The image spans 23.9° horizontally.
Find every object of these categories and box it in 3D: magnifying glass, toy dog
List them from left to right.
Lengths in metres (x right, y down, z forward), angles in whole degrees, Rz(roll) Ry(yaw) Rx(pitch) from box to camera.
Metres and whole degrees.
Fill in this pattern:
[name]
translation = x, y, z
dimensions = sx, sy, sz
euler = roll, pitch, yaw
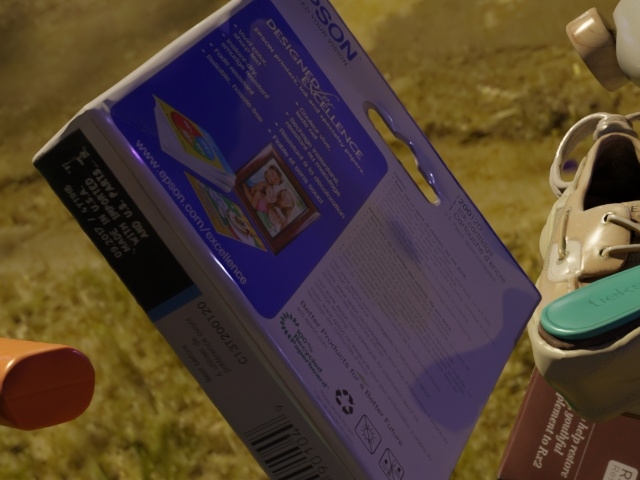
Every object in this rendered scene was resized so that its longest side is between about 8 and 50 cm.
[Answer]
[magnifying glass]
translation = -0.142, 0.038, 0.490
dimensions = 0.092, 0.026, 0.231
euler = -11, 8, -37
[toy dog]
translation = 0.347, -0.139, 1.395
dimensions = 0.220, 0.161, 0.333
euler = -27, 35, 37

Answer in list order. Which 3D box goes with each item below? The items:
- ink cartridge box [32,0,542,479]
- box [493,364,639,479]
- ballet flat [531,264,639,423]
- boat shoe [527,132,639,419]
[ink cartridge box]
translation = 0.000, 0.000, 0.637
dimensions = 0.045, 0.206, 0.208
euler = -31, 10, 32
[box]
translation = 0.221, 0.203, 1.301
dimensions = 0.143, 0.381, 0.191
euler = 21, 65, 8
[ballet flat]
translation = 0.230, 0.026, 0.796
dimensions = 0.248, 0.086, 0.086
euler = -24, 37, -1
[boat shoe]
translation = 0.207, 0.016, 1.036
dimensions = 0.109, 0.098, 0.302
euler = 16, 27, -1
